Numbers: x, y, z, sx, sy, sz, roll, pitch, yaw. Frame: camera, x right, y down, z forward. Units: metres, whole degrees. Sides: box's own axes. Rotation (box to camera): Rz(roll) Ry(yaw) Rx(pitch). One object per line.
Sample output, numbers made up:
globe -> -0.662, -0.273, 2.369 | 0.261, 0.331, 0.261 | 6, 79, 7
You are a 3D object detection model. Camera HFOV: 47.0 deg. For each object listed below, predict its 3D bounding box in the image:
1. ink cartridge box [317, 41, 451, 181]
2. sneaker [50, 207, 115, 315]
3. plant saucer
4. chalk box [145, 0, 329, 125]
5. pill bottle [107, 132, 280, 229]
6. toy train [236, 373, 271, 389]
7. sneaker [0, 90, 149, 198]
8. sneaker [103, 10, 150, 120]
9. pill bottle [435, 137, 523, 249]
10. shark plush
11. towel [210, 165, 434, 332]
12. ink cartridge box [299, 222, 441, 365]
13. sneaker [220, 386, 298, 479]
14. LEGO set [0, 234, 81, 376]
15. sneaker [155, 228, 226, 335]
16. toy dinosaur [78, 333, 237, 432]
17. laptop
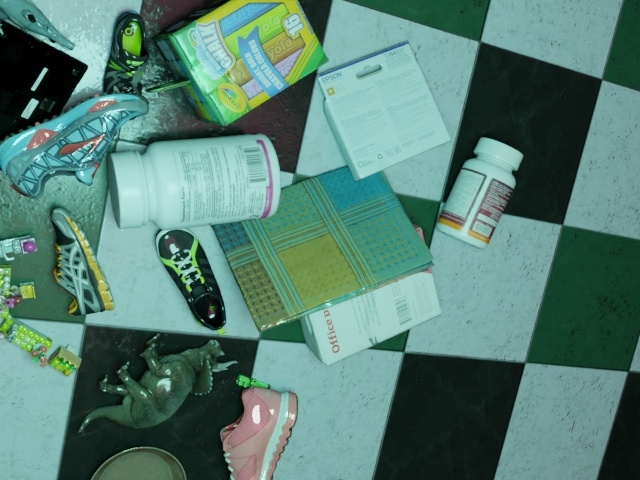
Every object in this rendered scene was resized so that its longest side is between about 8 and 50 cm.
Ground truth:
ink cartridge box -> 0.125, -0.261, 1.487 | 0.223, 0.045, 0.223 | -23, 92, -16
sneaker -> -0.441, 0.044, 1.317 | 0.083, 0.084, 0.214 | -21, 111, -12
plant saucer -> -0.371, 0.500, 1.481 | 0.199, 0.036, 0.198 | -5, 104, -21
chalk box -> -0.169, -0.318, 1.290 | 0.289, 0.180, 0.179 | -35, 113, -11
pill bottle -> -0.228, -0.104, 1.325 | 0.283, 0.160, 0.160 | -8, 106, -21
toy train -> -0.139, 0.303, 1.542 | 0.083, 0.017, 0.023 | 27, 81, -26
sneaker -> -0.395, -0.154, 1.226 | 0.262, 0.104, 0.125 | -28, 93, -7
sneaker -> -0.336, -0.303, 1.276 | 0.067, 0.078, 0.188 | 3, 104, -25
pill bottle -> 0.346, -0.101, 1.591 | 0.121, 0.121, 0.221 | 23, 93, -26
shark plush -> -0.483, -0.361, 1.206 | 0.073, 0.067, 0.161 | -45, 115, -8
towel -> 0.000, 0.000, 1.434 | 0.370, 0.040, 0.271 | -20, 67, -16
ink cartridge box -> 0.087, 0.103, 1.533 | 0.283, 0.117, 0.207 | -22, 110, -17
sneaker -> -0.154, 0.444, 1.538 | 0.136, 0.116, 0.313 | 20, 95, -6
LEGO set -> -0.522, 0.140, 1.289 | 0.132, 0.107, 0.286 | -20, 110, -17
sneaker -> -0.232, 0.076, 1.402 | 0.084, 0.097, 0.234 | -31, 113, -14
toy dinosaur -> -0.319, 0.287, 1.406 | 0.313, 0.121, 0.160 | -41, 101, -14
laptop -> -0.569, -0.269, 1.200 | 0.264, 0.136, 0.234 | 23, 106, -51
